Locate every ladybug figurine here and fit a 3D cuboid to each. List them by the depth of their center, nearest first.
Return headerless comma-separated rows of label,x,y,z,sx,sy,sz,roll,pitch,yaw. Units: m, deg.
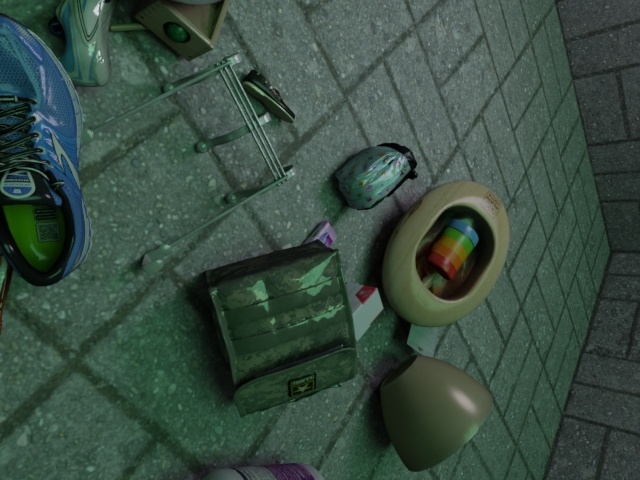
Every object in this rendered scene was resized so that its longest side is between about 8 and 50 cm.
ladybug figurine,0.327,0.030,1.193,0.305,0.162,0.449,45,72,-5

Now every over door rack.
over door rack,-0.224,-0.137,0.751,0.324,0.108,0.240,-37,116,-22

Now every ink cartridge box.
ink cartridge box,0.043,0.148,0.973,0.109,0.150,0.063,-42,122,-35

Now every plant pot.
plant pot,0.265,0.409,1.144,0.284,0.284,0.191,-32,78,-39

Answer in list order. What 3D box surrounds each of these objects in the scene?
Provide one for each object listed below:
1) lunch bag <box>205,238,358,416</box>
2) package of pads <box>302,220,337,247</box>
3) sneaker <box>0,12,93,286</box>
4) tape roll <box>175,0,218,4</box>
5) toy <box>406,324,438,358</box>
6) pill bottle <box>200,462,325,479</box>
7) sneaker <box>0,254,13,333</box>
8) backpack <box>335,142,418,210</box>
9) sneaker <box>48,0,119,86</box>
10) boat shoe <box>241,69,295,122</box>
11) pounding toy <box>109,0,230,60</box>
lunch bag,-0.064,0.171,0.813,0.235,0.169,0.287,-15,104,-14
package of pads,0.000,0.000,1.009,0.083,0.031,0.050,-52,122,-31
sneaker,-0.350,-0.097,0.538,0.129,0.147,0.331,-13,110,-22
tape roll,-0.262,-0.529,0.630,0.391,0.072,0.393,23,55,-37
toy,0.291,0.209,1.282,0.136,0.056,0.238,38,60,-34
pill bottle,-0.131,0.498,0.795,0.301,0.169,0.170,22,76,-42
sneaker,-0.447,0.100,0.567,0.067,0.064,0.175,10,78,-24
backpack,0.123,-0.155,1.065,0.182,0.151,0.115,-42,114,-22
sneaker,-0.341,-0.339,0.642,0.086,0.085,0.238,5,80,-18
boat shoe,-0.097,-0.288,0.898,0.133,0.048,0.042,35,75,-34
pounding toy,-0.245,-0.374,0.734,0.130,0.100,0.141,32,63,-46
